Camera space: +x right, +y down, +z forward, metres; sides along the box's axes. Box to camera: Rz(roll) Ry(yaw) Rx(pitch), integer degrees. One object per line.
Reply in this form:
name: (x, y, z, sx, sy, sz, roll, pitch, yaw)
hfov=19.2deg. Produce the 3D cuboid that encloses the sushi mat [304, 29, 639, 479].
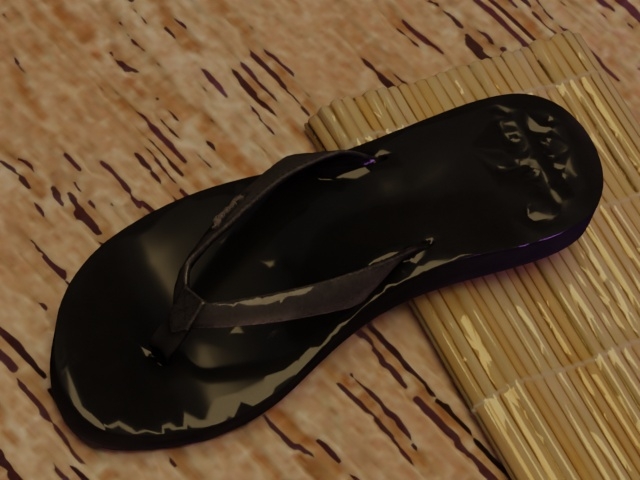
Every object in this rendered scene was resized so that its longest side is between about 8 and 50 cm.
sushi mat: (0.131, 0.049, 0.820, 0.151, 0.019, 0.316, -20, 67, -24)

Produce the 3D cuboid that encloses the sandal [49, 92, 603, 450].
sandal: (0.000, -0.001, 0.781, 0.255, 0.054, 0.097, -28, 69, -16)
